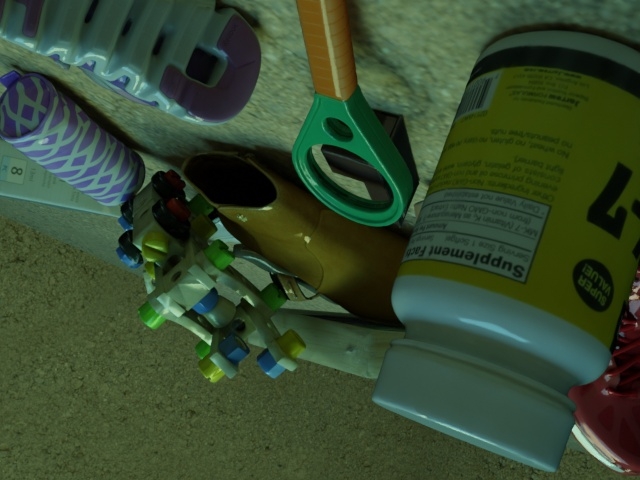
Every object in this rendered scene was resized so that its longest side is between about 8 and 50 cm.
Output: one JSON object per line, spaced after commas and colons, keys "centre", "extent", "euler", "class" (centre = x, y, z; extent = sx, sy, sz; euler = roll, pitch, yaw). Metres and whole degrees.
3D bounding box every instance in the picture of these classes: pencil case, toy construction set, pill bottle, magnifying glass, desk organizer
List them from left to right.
{"centre": [-0.287, -0.113, 0.869], "extent": [0.086, 0.088, 0.206], "euler": [-24, 156, 8], "class": "pencil case"}
{"centre": [-0.150, 0.037, 0.902], "extent": [0.215, 0.151, 0.327], "euler": [45, 172, -26], "class": "toy construction set"}
{"centre": [0.014, -0.084, 0.484], "extent": [0.092, 0.026, 0.231], "euler": [22, 155, 22], "class": "magnifying glass"}
{"centre": [0.044, -0.060, 0.611], "extent": [0.050, 0.047, 0.130], "euler": [20, 167, 19], "class": "desk organizer"}
{"centre": [0.109, 0.006, 0.400], "extent": [0.119, 0.209, 0.119], "euler": [21, 168, 5], "class": "pill bottle"}

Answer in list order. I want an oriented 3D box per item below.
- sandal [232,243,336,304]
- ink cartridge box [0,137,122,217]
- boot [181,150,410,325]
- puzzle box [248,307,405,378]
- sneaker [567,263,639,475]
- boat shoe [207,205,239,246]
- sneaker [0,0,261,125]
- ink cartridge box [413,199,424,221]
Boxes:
{"centre": [-0.059, 0.071, 1.294], "extent": [0.219, 0.060, 0.090], "euler": [26, 167, -19], "class": "sandal"}
{"centre": [-0.452, -0.101, 1.265], "extent": [0.308, 0.091, 0.385], "euler": [9, 179, 44], "class": "ink cartridge box"}
{"centre": [0.000, -0.001, 0.795], "extent": [0.295, 0.104, 0.211], "euler": [21, 170, 26], "class": "boot"}
{"centre": [0.144, 0.135, 0.965], "extent": [0.408, 0.052, 0.272], "euler": [8, 177, -32], "class": "puzzle box"}
{"centre": [0.224, 0.072, 0.551], "extent": [0.221, 0.087, 0.128], "euler": [65, 161, 6], "class": "sneaker"}
{"centre": [-0.148, -0.028, 1.034], "extent": [0.063, 0.066, 0.184], "euler": [44, 161, -25], "class": "boat shoe"}
{"centre": [-0.157, -0.150, 0.479], "extent": [0.236, 0.095, 0.104], "euler": [29, 173, -32], "class": "sneaker"}
{"centre": [0.141, 0.027, 0.590], "extent": [0.045, 0.145, 0.179], "euler": [-9, 178, -18], "class": "ink cartridge box"}
